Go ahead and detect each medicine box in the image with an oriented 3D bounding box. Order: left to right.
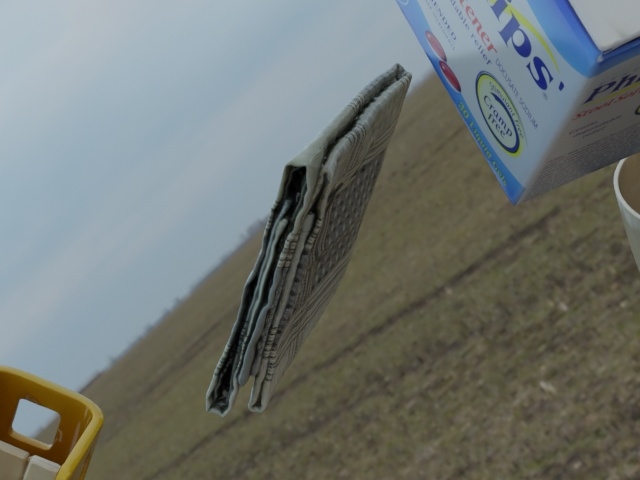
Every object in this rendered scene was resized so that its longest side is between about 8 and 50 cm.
[{"bbox_3d":[0.183,-0.211,0.985,0.149,0.264,0.289,-24,-16,-10],"label":"medicine box"}]

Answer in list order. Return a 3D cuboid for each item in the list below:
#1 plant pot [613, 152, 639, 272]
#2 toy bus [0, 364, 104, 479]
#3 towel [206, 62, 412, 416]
[{"bbox_3d":[0.508,0.028,1.528,0.256,0.274,0.256,-10,35,7],"label":"plant pot"},{"bbox_3d":[-0.204,0.178,0.757,0.202,0.191,0.104,-20,16,16],"label":"toy bus"},{"bbox_3d":[0.000,0.000,1.256,0.324,0.056,0.312,-49,-17,-57],"label":"towel"}]
